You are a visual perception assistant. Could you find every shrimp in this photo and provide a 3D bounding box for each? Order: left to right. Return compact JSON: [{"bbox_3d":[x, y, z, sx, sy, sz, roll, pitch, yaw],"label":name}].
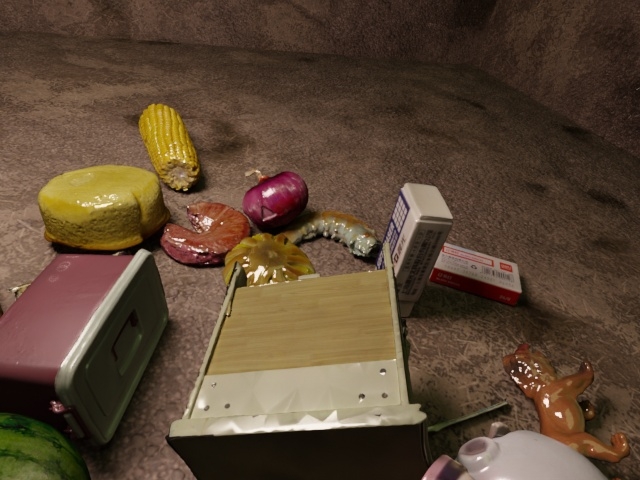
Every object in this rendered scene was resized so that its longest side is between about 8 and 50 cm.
[{"bbox_3d":[0.009,-0.019,1.086,0.288,0.068,0.185,0,37,-12],"label":"shrimp"}]

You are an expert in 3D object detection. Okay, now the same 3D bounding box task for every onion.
[{"bbox_3d":[-0.116,-0.108,1.085,0.178,0.153,0.177,-2,21,1],"label":"onion"}]

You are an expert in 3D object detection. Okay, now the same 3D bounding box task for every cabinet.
[{"bbox_3d":[-0.003,0.195,0.625,0.291,0.227,0.317,-9,35,10],"label":"cabinet"}]

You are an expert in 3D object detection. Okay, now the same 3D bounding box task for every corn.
[{"bbox_3d":[-0.458,-0.293,1.257,0.144,0.143,0.387,-9,41,-24],"label":"corn"}]

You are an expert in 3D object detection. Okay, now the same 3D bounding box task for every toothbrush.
[{"bbox_3d":[0.223,0.325,0.737,0.295,0.026,0.028,-11,62,-26],"label":"toothbrush"}]

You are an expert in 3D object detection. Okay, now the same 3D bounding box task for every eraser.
[{"bbox_3d":[0.186,0.027,0.900,0.081,0.278,0.124,5,38,-10],"label":"eraser"}]

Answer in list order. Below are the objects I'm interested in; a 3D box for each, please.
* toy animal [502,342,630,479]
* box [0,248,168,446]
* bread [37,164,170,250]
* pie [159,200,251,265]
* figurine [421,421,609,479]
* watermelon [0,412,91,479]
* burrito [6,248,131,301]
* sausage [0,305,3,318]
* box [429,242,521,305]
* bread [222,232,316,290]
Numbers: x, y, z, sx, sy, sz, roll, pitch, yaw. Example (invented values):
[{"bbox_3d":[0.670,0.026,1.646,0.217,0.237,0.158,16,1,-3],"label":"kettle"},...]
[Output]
[{"bbox_3d":[0.433,0.319,0.761,0.158,0.097,0.312,2,39,8],"label":"toy animal"},{"bbox_3d":[-0.384,0.154,0.673,0.168,0.193,0.293,5,38,1],"label":"box"},{"bbox_3d":[-0.492,-0.076,0.966,0.270,0.147,0.269,3,31,-2],"label":"bread"},{"bbox_3d":[-0.274,-0.021,1.028,0.205,0.053,0.218,12,38,1],"label":"pie"},{"bbox_3d":[0.246,0.365,0.472,0.211,0.252,0.361,-5,-14,29],"label":"figurine"},{"bbox_3d":[-0.373,0.307,0.435,0.243,0.242,0.242,7,38,-6],"label":"watermelon"},{"bbox_3d":[-0.489,0.079,0.846,0.063,0.058,0.230,33,40,32],"label":"burrito"},{"bbox_3d":[-0.681,0.073,0.753,0.136,0.123,0.501,-43,58,-13],"label":"sausage"},{"bbox_3d":[0.388,0.079,1.072,0.230,0.049,0.122,16,36,7],"label":"box"},{"bbox_3d":[-0.112,0.066,0.910,0.214,0.104,0.213,3,48,-3],"label":"bread"}]
